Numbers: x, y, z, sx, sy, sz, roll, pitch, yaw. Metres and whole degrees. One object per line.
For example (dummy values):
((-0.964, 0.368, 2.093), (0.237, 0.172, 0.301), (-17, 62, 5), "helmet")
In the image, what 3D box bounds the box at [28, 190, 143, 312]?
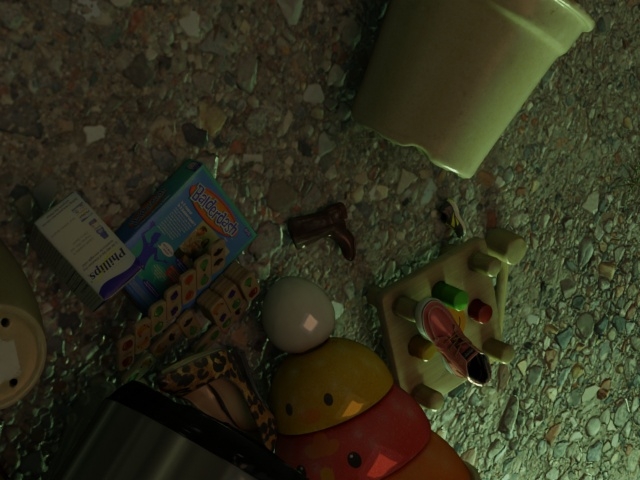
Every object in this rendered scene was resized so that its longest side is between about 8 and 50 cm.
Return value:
((-0.315, 0.017, 1.432), (0.072, 0.126, 0.137), (-43, 95, -21), "box")

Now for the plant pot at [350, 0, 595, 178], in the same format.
((0.211, -0.277, 1.692), (0.334, 0.334, 0.305), (20, 100, -39), "plant pot")

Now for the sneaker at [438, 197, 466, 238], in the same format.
((0.236, -0.037, 1.940), (0.035, 0.031, 0.083), (-31, 116, -12), "sneaker")

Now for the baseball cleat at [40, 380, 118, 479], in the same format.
((-0.338, 0.305, 1.576), (0.206, 0.072, 0.109), (-59, 143, -3), "baseball cleat")

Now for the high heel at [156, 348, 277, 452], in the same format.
((-0.146, 0.258, 1.590), (0.261, 0.093, 0.186), (5, 63, -67), "high heel")

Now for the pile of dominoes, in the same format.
((-0.193, 0.135, 1.596), (0.251, 0.040, 0.196), (-47, 151, -18), "pile of dominoes")

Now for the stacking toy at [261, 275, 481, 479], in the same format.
((0.021, 0.282, 1.742), (0.351, 0.350, 0.480), (-30, 100, -28), "stacking toy")

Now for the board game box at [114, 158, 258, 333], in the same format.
((-0.212, 0.008, 1.591), (0.210, 0.047, 0.160), (-47, 126, -17), "board game box")

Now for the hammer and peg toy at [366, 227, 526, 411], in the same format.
((0.263, 0.137, 1.942), (0.361, 0.127, 0.266), (-27, 118, -29), "hammer and peg toy")

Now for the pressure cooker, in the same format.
((-0.220, 0.444, 1.419), (0.370, 0.375, 0.420), (36, 73, -15), "pressure cooker")

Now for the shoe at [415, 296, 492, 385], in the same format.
((0.226, 0.169, 1.789), (0.063, 0.081, 0.178), (-43, 123, -17), "shoe")

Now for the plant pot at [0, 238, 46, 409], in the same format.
((-0.444, 0.104, 1.294), (0.256, 0.274, 0.256), (-12, 110, -35), "plant pot")

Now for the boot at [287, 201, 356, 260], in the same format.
((0.000, 0.000, 1.759), (0.114, 0.037, 0.106), (-23, 102, -35), "boot")

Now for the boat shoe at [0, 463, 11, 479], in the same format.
((-0.456, 0.401, 1.476), (0.111, 0.104, 0.307), (-31, 120, -27), "boat shoe")
